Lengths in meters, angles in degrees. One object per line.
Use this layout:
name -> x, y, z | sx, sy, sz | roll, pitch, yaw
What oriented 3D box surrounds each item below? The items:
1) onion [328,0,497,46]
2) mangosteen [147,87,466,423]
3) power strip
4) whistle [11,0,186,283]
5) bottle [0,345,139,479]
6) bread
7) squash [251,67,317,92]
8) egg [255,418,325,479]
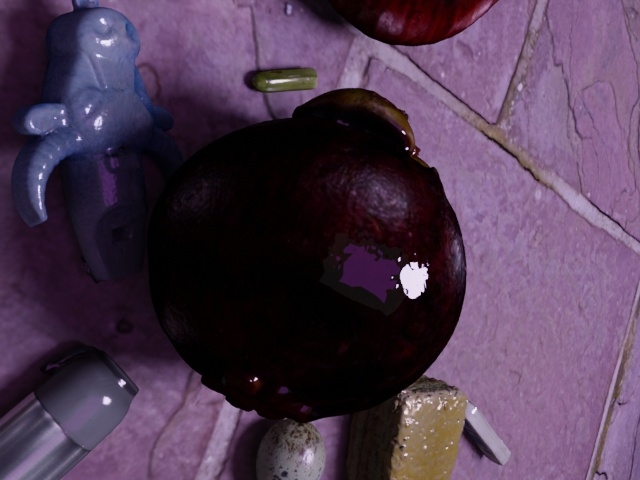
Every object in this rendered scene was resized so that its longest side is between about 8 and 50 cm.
onion -> 0.119, -0.366, 0.588 | 0.273, 0.285, 0.273 | -1, 93, -12
mangosteen -> 0.000, 0.000, 0.528 | 0.307, 0.307, 0.346 | 44, 56, -30
power strip -> 0.275, 0.329, 0.900 | 0.030, 0.048, 0.191 | -45, 117, -17
whistle -> -0.205, -0.093, 0.497 | 0.180, 0.093, 0.269 | -24, 111, -57
bottle -> -0.290, 0.203, 0.483 | 0.096, 0.079, 0.254 | 43, 67, 11
bread -> 0.117, 0.290, 0.755 | 0.138, 0.102, 0.196 | 5, 95, -32
squash -> -0.044, -0.193, 0.636 | 0.083, 0.027, 0.027 | -16, 104, -33
egg -> -0.038, 0.275, 0.655 | 0.085, 0.085, 0.110 | 23, 88, -34
